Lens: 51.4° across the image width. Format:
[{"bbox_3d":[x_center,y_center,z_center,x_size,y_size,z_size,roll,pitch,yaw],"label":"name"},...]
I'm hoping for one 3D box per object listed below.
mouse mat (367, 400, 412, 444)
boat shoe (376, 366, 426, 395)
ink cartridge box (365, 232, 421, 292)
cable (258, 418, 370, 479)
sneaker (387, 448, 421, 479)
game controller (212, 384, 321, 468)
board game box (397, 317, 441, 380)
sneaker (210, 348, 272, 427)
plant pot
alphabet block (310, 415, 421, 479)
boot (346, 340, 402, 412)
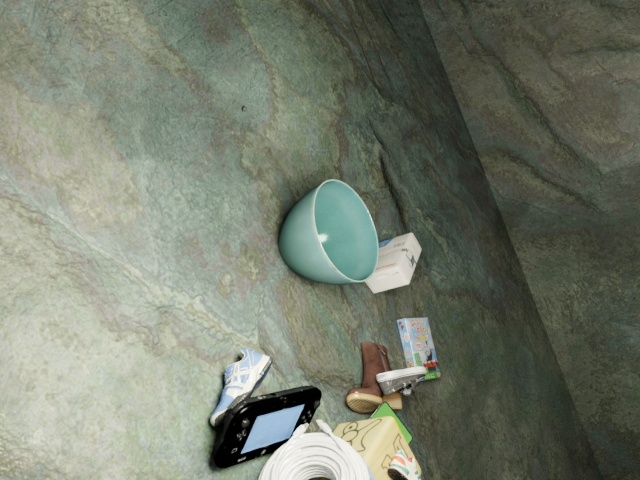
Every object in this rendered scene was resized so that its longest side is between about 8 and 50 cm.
[{"bbox_3d":[0.179,0.566,1.890,0.152,0.007,0.189,-46,122,-20],"label":"mouse mat"},{"bbox_3d":[0.245,0.415,1.937,0.229,0.080,0.076,11,61,-55],"label":"boat shoe"},{"bbox_3d":[0.237,0.073,2.182,0.082,0.140,0.190,55,37,-23],"label":"ink cartridge box"},{"bbox_3d":[-0.016,0.559,1.498,0.257,0.257,0.089,-35,135,-27],"label":"cable"},{"bbox_3d":[0.230,0.582,1.650,0.161,0.057,0.075,48,45,-24],"label":"sneaker"},{"bbox_3d":[-0.115,0.423,1.525,0.319,0.067,0.166,5,104,-54],"label":"game controller"},{"bbox_3d":[0.335,0.369,2.255,0.160,0.039,0.211,7,67,-52],"label":"board game box"},{"bbox_3d":[-0.195,0.337,1.525,0.081,0.080,0.211,29,48,9],"label":"sneaker"},{"bbox_3d":[0.000,0.000,1.843,0.290,0.196,0.290,29,51,-43],"label":"plant pot"},{"bbox_3d":[0.115,0.593,1.705,0.197,0.193,0.193,-40,108,-53],"label":"alphabet block"},{"bbox_3d":[0.140,0.398,1.959,0.249,0.090,0.206,22,44,-46],"label":"boot"}]
